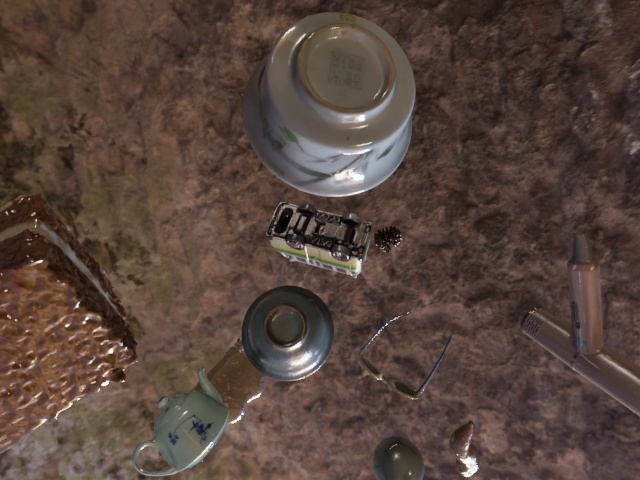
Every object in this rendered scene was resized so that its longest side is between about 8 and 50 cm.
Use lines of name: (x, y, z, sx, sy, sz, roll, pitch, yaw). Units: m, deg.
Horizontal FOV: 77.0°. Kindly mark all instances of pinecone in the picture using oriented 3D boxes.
pinecone: (0.199, -0.007, 1.185, 0.077, 0.083, 0.077, 55, 2, -3)

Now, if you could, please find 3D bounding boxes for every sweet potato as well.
sweet potato: (0.367, 0.538, 1.024, 0.067, 0.059, 0.281, -10, -46, 17)

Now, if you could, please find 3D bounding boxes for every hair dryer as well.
hair dryer: (0.357, 0.094, 0.505, 0.195, 0.053, 0.220, 44, -28, 51)

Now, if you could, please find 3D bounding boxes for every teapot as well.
teapot: (-0.298, 0.395, 0.870, 0.159, 0.232, 0.159, 17, -50, 20)

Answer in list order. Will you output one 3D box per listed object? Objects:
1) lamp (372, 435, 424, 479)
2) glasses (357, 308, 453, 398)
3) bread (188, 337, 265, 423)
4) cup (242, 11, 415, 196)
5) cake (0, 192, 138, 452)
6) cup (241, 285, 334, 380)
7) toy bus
lamp: (0.156, 0.452, 0.810, 0.105, 0.105, 0.105, 36, -40, 38)
glasses: (0.209, 0.289, 1.006, 0.189, 0.088, 0.220, 34, -59, 7)
bread: (-0.291, 0.473, 1.308, 0.183, 0.337, 0.102, 52, -26, -16)
cup: (0.031, -0.268, 0.737, 0.347, 0.347, 0.163, 60, -13, 5)
cake: (-0.241, 0.055, 0.312, 0.147, 0.135, 0.134, 35, -29, 50)
cup: (-0.065, 0.174, 0.791, 0.199, 0.199, 0.150, 56, -12, 12)
toy bus: (0.000, 0.000, 1.262, 0.305, 0.143, 0.179, 13, -28, 13)
